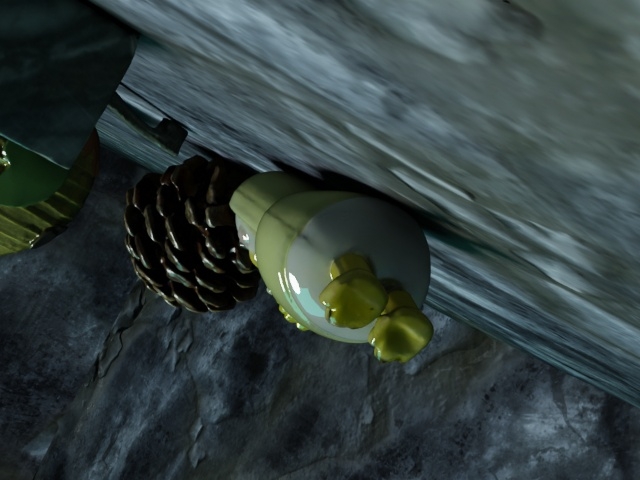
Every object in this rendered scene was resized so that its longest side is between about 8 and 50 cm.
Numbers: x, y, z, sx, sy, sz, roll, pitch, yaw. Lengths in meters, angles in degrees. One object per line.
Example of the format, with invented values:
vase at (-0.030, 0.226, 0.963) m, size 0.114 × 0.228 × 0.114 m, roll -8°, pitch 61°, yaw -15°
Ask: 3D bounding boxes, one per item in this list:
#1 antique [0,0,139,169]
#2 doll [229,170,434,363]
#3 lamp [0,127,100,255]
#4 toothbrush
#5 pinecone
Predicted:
antique at (-0.195, -0.113, 0.586) m, size 0.086 × 0.088 × 0.183 m, roll 30°, pitch 176°, yaw -33°
doll at (-0.007, 0.011, 0.779) m, size 0.141 × 0.117 × 0.296 m, roll 32°, pitch 176°, yaw -26°
lamp at (-0.378, -0.079, 1.022) m, size 0.250 × 0.284 × 0.250 m, roll 30°, pitch 173°, yaw 4°
toothbrush at (-0.198, -0.137, 0.828) m, size 0.030 × 0.030 × 0.297 m, roll 36°, pitch -179°, yaw 27°
pinecone at (-0.134, -0.011, 1.095) m, size 0.184 × 0.179 × 0.204 m, roll 18°, pitch 154°, yaw -18°
